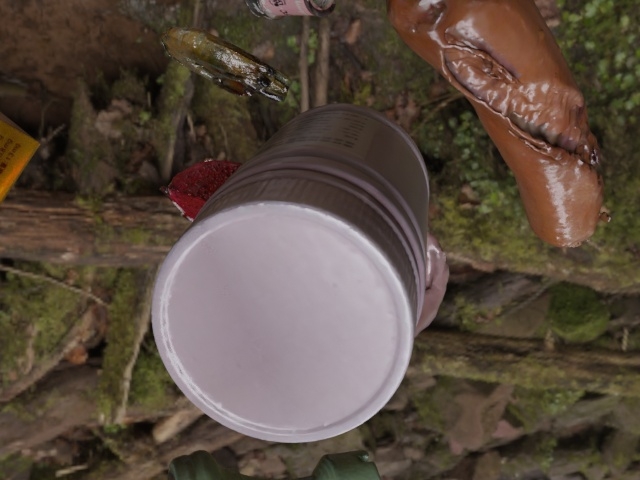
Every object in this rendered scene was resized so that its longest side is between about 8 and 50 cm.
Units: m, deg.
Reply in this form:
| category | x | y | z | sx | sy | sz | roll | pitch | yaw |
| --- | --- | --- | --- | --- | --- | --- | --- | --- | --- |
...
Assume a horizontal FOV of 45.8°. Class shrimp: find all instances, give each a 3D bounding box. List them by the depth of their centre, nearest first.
| category | x | y | z | sx | sy | sz | roll | pitch | yaw |
| --- | --- | --- | --- | --- | --- | --- | --- | --- | --- |
| shrimp | -0.172 | -0.304 | 1.355 | 0.253 | 0.058 | 0.173 | 27 | 166 | 0 |

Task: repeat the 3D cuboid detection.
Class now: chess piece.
| category | x | y | z | sx | sy | sz | roll | pitch | yaw |
| --- | --- | --- | --- | --- | --- | --- | --- | --- | --- |
| chess piece | -0.063 | 0.388 | 1.104 | 0.298 | 0.195 | 0.195 | -4 | 151 | -19 |

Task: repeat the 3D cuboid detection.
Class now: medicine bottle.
| category | x | y | z | sx | sy | sz | roll | pitch | yaw |
| --- | --- | --- | --- | --- | --- | --- | --- | --- | --- |
| medicine bottle | 0.000 | 0.000 | 0.458 | 0.133 | 0.250 | 0.133 | 2 | 110 | 7 |

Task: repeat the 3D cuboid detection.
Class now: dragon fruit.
| category | x | y | z | sx | sy | sz | roll | pitch | yaw |
| --- | --- | --- | --- | --- | --- | --- | --- | --- | --- |
| dragon fruit | -0.179 | -0.071 | 1.555 | 0.273 | 0.126 | 0.161 | 20 | 149 | 12 |

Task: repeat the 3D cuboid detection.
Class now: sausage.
| category | x | y | z | sx | sy | sz | roll | pitch | yaw |
| --- | --- | --- | --- | --- | --- | --- | --- | --- | --- |
| sausage | 0.142 | -0.093 | 0.536 | 0.087 | 0.079 | 0.326 | -53 | 138 | -4 |

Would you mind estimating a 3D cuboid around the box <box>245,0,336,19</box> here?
| category | x | y | z | sx | sy | sz | roll | pitch | yaw |
| --- | --- | --- | --- | --- | --- | --- | --- | --- | --- |
| box | -0.046 | -0.475 | 1.381 | 0.135 | 0.151 | 0.151 | 15 | 163 | 27 |

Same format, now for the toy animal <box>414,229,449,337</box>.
| category | x | y | z | sx | sy | sz | roll | pitch | yaw |
| --- | --- | --- | --- | --- | --- | --- | --- | --- | --- |
| toy animal | 0.023 | 0.040 | 0.834 | 0.168 | 0.196 | 0.281 | -10 | -178 | -28 |

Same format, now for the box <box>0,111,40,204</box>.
| category | x | y | z | sx | sy | sz | roll | pitch | yaw |
| --- | --- | --- | --- | --- | --- | --- | --- | --- | --- |
| box | -0.698 | -0.065 | 1.328 | 0.415 | 0.264 | 0.115 | -56 | 144 | -1 |
